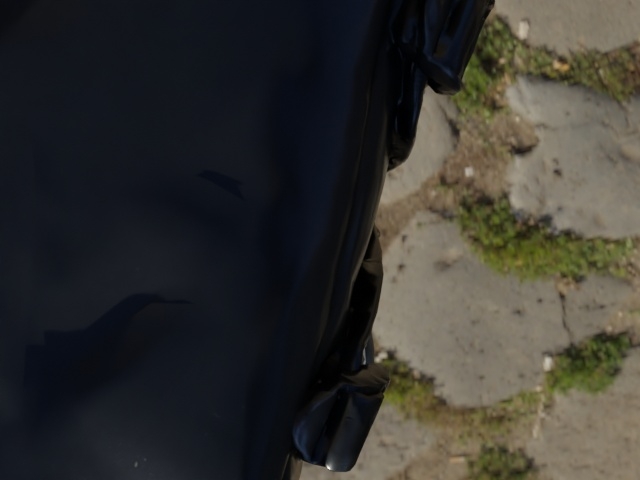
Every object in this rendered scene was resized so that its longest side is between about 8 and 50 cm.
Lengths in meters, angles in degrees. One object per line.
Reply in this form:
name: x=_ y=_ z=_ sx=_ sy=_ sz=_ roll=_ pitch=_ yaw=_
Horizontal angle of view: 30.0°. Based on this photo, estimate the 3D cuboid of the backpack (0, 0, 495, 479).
backpack: x=-0.095 y=-0.058 z=0.479 sx=0.273 sy=0.355 sz=0.290 roll=13 pitch=101 yaw=-1

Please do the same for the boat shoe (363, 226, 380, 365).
boat shoe: x=0.000 y=0.000 z=0.787 sx=0.079 sy=0.233 sz=0.084 roll=6 pitch=144 yaw=-8
